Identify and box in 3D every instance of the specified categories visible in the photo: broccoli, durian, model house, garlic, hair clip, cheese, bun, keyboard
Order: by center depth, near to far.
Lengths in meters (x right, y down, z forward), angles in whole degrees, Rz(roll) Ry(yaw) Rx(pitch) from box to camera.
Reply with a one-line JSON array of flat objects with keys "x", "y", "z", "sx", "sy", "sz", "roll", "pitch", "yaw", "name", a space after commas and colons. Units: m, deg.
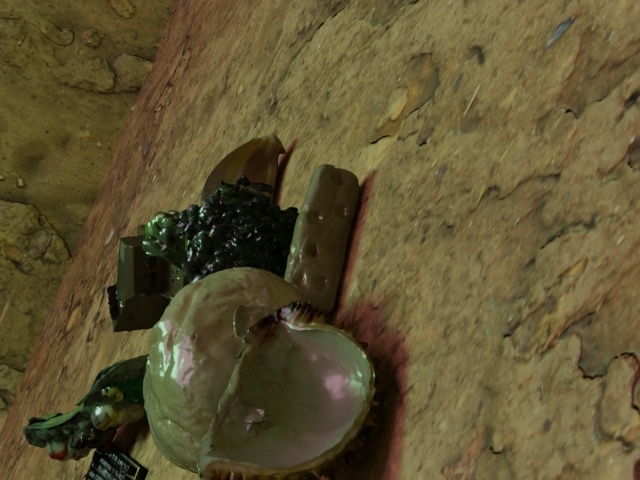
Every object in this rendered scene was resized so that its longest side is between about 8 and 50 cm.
[{"x": -0.020, "y": 0.149, "z": 1.311, "sx": 0.144, "sy": 0.139, "sz": 0.252, "roll": -40, "pitch": 23, "yaw": 49, "name": "durian"}, {"x": -0.104, "y": 0.144, "z": 1.473, "sx": 0.244, "sy": 0.153, "sz": 0.244, "roll": 6, "pitch": -90, "yaw": -81, "name": "bun"}, {"x": 0.000, "y": 0.000, "z": 1.606, "sx": 0.043, "sy": 0.065, "sz": 0.194, "roll": -38, "pitch": 30, "yaw": 50, "name": "cheese"}, {"x": -0.133, "y": 0.057, "z": 1.707, "sx": 0.275, "sy": 0.198, "sz": 0.177, "roll": -53, "pitch": 14, "yaw": 37, "name": "broccoli"}, {"x": -0.189, "y": 0.113, "z": 1.909, "sx": 0.181, "sy": 0.176, "sz": 0.248, "roll": 23, "pitch": 115, "yaw": 58, "name": "model house"}, {"x": -0.106, "y": -0.055, "z": 2.012, "sx": 0.128, "sy": 0.090, "sz": 0.198, "roll": -38, "pitch": 24, "yaw": 33, "name": "garlic"}, {"x": -0.315, "y": 0.358, "z": 2.182, "sx": 0.106, "sy": 0.027, "sz": 0.317, "roll": -68, "pitch": 15, "yaw": -8, "name": "keyboard"}, {"x": -0.329, "y": 0.266, "z": 2.192, "sx": 0.321, "sy": 0.138, "sz": 0.091, "roll": -36, "pitch": 65, "yaw": 47, "name": "hair clip"}]
